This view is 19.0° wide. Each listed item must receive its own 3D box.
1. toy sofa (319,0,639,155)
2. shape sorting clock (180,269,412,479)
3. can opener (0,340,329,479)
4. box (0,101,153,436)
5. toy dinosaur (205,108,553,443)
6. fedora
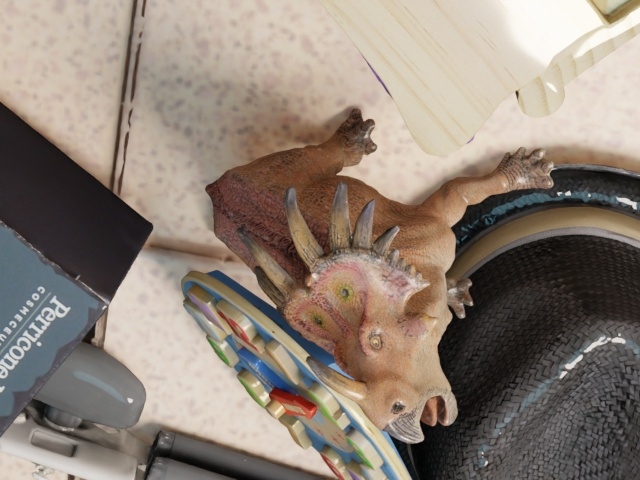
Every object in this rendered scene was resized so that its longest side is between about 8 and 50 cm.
[{"bbox_3d":[0.030,-0.235,1.071,0.177,0.150,0.362,-36,116,17],"label":"toy sofa"},{"bbox_3d":[-0.018,0.098,1.241,0.040,0.206,0.206,-41,110,-16],"label":"shape sorting clock"},{"bbox_3d":[-0.096,0.154,1.331,0.280,0.074,0.093,22,114,-7],"label":"can opener"},{"bbox_3d":[-0.337,0.041,1.198,0.312,0.179,0.343,40,105,-6],"label":"box"},{"bbox_3d":[0.000,0.000,1.146,0.295,0.200,0.127,21,115,43],"label":"toy dinosaur"},{"bbox_3d":[0.162,0.124,1.255,0.334,0.152,0.334,1,116,3],"label":"fedora"}]
